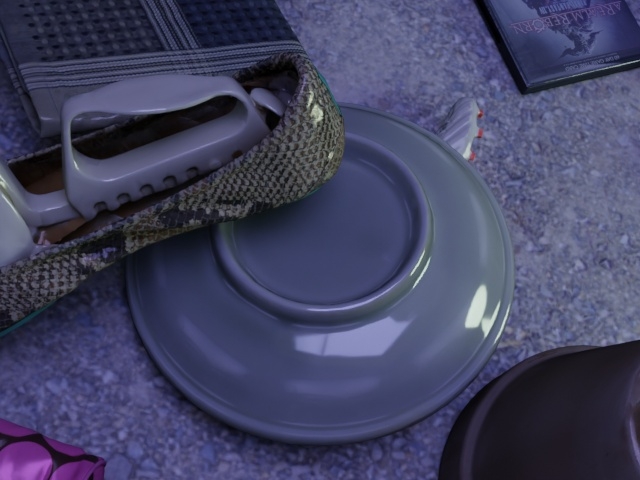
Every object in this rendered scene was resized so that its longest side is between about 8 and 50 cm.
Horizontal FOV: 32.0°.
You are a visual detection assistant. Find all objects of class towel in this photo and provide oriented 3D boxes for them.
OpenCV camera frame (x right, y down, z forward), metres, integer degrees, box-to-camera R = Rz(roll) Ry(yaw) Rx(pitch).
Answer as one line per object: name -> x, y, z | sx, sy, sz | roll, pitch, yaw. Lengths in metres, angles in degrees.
towel -> -0.191, -0.227, 1.186 | 0.324, 0.056, 0.312 | -9, 53, -27

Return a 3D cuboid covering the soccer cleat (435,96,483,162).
soccer cleat -> 0.131, -0.087, 1.255 | 0.076, 0.068, 0.196 | 19, 65, -2

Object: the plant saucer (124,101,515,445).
plant saucer -> 0.000, 0.000, 1.114 | 0.401, 0.100, 0.400 | 0, 59, -1

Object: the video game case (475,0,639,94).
video game case -> 0.287, -0.324, 1.429 | 0.196, 0.026, 0.274 | -15, 69, -20

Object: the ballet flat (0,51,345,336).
ballet flat -> -0.212, -0.052, 1.000 | 0.483, 0.182, 0.164 | -23, 54, -3

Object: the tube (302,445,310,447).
tube -> -0.030, 0.106, 1.135 | 0.080, 0.052, 0.207 | -10, 63, -26

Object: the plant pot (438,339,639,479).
plant pot -> 0.303, 0.218, 1.033 | 0.323, 0.280, 0.323 | 5, 64, -11

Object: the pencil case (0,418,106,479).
pencil case -> -0.301, 0.208, 0.990 | 0.209, 0.095, 0.098 | 17, 27, -4
